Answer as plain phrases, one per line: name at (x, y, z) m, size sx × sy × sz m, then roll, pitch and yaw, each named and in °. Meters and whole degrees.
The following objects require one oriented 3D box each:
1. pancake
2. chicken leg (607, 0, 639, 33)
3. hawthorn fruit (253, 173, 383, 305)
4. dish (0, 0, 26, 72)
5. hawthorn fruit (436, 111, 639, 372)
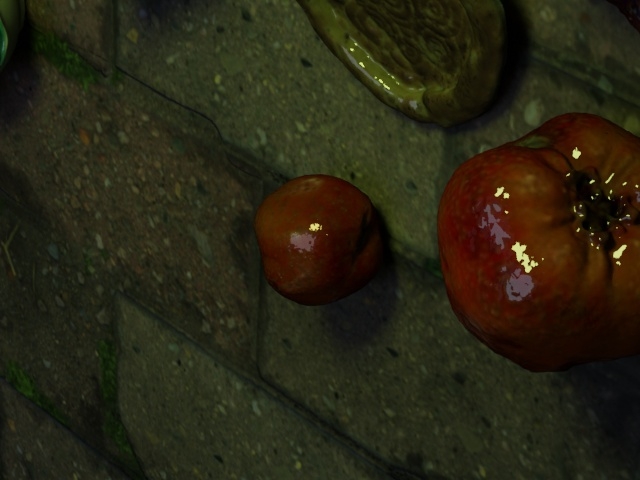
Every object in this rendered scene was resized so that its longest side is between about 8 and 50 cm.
pancake at (0.059, -0.202, 1.680) m, size 0.250 × 0.031 × 0.250 m, roll 33°, pitch 150°, yaw 22°
chicken leg at (0.263, -0.157, 1.496) m, size 0.205 × 0.053 × 0.093 m, roll 56°, pitch 156°, yaw 22°
hawthorn fruit at (0.000, 0.000, 1.847) m, size 0.128 × 0.128 × 0.128 m, roll 26°, pitch 127°, yaw 42°
dish at (-0.390, -0.253, 2.227) m, size 0.224 × 0.078 × 0.246 m, roll 39°, pitch 134°, yaw 33°
hawthorn fruit at (0.185, 0.017, 1.574) m, size 0.207 × 0.207 × 0.243 m, roll 56°, pitch 160°, yaw 16°
